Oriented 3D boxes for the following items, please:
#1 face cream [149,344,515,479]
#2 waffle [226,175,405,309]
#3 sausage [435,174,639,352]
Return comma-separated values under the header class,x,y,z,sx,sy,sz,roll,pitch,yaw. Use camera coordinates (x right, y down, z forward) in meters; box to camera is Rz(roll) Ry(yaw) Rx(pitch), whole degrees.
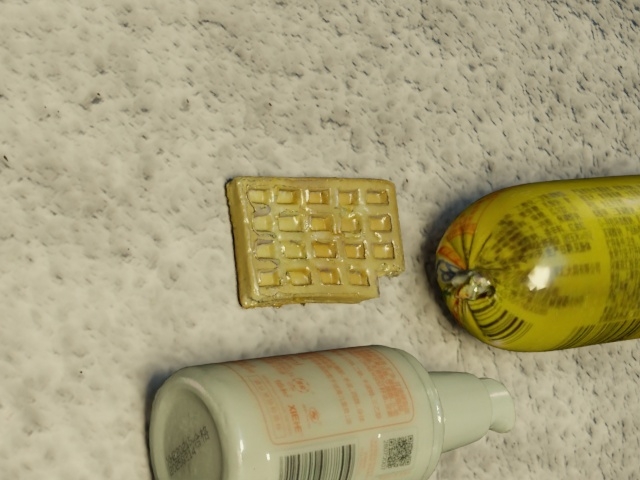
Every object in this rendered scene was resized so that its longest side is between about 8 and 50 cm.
class,x,y,z,sx,sy,sz,roll,pitch,yaw
face cream,0.023,0.116,0.887,0.251,0.101,0.101,-4,80,-38
waffle,0.000,0.000,0.953,0.135,0.021,0.092,1,76,-35
sausage,0.221,0.013,1.046,0.347,0.123,0.123,-4,80,-38
